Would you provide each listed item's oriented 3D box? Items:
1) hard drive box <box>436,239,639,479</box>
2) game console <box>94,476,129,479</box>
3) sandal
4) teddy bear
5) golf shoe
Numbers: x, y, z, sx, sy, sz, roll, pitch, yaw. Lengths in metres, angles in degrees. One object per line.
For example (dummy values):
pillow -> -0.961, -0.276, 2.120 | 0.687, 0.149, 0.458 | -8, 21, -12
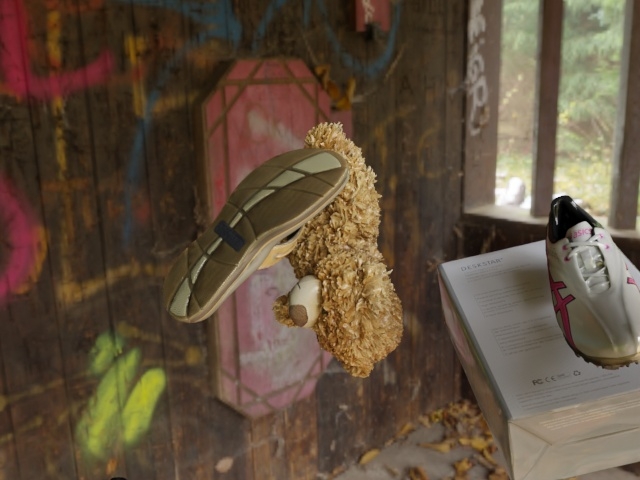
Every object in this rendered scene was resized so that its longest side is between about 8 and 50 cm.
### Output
hard drive box -> 0.229, 0.097, 0.662 | 0.181, 0.089, 0.232 | -13, 32, 1
game console -> -0.098, 0.169, 0.316 | 0.124, 0.144, 0.085 | -4, 56, -4
sandal -> -0.049, -0.003, 0.553 | 0.072, 0.180, 0.049 | 44, 1, 37
teddy bear -> 0.000, 0.000, 0.855 | 0.113, 0.338, 0.245 | 16, -34, -28
golf shoe -> 0.221, 0.031, 0.584 | 0.067, 0.086, 0.186 | -21, 26, 14
